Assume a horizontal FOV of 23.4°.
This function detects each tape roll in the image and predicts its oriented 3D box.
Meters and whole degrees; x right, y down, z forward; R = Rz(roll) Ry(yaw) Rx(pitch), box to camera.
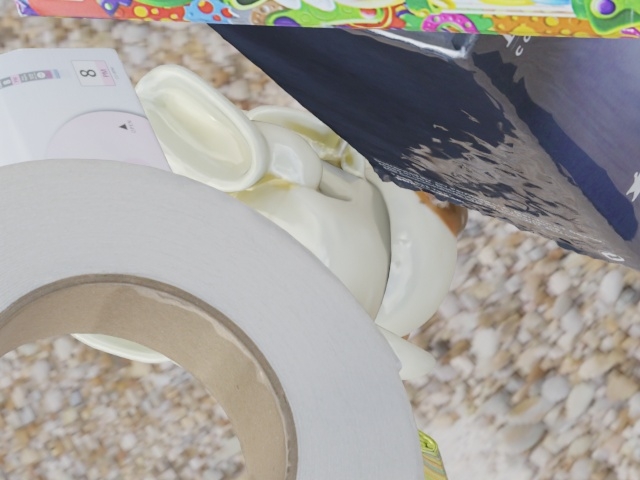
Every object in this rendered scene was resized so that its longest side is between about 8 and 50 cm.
[{"bbox_3d":[-0.121,0.126,0.931,0.392,0.392,0.072,45,141,8],"label":"tape roll"}]

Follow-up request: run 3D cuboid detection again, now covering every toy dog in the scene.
[{"bbox_3d":[0.000,0.000,1.605,0.395,0.408,0.284,20,99,26],"label":"toy dog"}]

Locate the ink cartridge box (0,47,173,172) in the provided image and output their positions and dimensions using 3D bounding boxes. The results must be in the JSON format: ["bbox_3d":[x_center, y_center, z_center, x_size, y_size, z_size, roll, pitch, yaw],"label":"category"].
[{"bbox_3d":[-0.238,-0.066,1.187,0.066,0.232,0.189,-58,47,40],"label":"ink cartridge box"}]

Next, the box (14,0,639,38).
[{"bbox_3d":[0.064,-0.202,0.277,0.279,0.177,0.290,4,134,16],"label":"box"}]

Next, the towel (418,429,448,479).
[{"bbox_3d":[0.087,0.232,1.550,0.102,0.237,0.021,30,69,26],"label":"towel"}]

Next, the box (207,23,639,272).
[{"bbox_3d":[0.103,-0.177,0.703,0.183,0.294,0.296,22,85,31],"label":"box"}]
